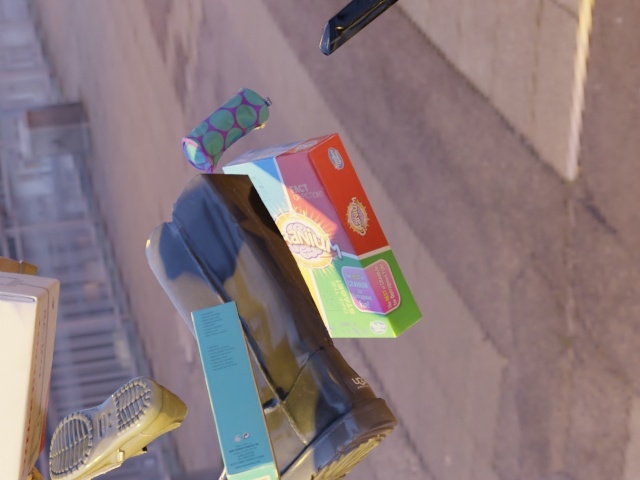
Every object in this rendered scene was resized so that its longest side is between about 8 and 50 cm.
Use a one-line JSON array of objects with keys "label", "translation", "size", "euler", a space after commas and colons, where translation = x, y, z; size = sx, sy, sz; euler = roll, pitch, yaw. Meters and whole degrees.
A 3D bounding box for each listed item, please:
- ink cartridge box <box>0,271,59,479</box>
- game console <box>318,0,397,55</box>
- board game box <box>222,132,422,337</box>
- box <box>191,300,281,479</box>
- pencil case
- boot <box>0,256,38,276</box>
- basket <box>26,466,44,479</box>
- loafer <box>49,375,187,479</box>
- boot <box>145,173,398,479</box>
[{"label": "ink cartridge box", "translation": [-0.348, 0.143, 1.456], "size": [0.283, 0.117, 0.207], "euler": [-161, 78, -83]}, {"label": "game console", "translation": [0.147, -0.377, 1.849], "size": [0.044, 0.361, 0.213], "euler": [51, -161, -7]}, {"label": "board game box", "translation": [0.000, 0.000, 2.165], "size": [0.242, 0.064, 0.316], "euler": [-7, 113, 54]}, {"label": "box", "translation": [-0.103, 0.203, 1.726], "size": [0.100, 0.060, 0.244], "euler": [80, 175, -52]}, {"label": "pencil case", "translation": [-0.143, -0.169, 2.138], "size": [0.070, 0.152, 0.064], "euler": [51, 150, -9]}, {"label": "boot", "translation": [-0.518, 0.078, 1.779], "size": [0.089, 0.270, 0.236], "euler": [126, 158, -44]}, {"label": "basket", "translation": [-0.551, 0.376, 2.003], "size": [0.223, 0.299, 0.213], "euler": [34, 152, 61]}, {"label": "loafer", "translation": [-0.265, 0.259, 1.819], "size": [0.251, 0.087, 0.094], "euler": [-31, 51, 38]}, {"label": "boot", "translation": [-0.135, 0.177, 1.965], "size": [0.367, 0.146, 0.445], "euler": [-44, 67, 21]}]
